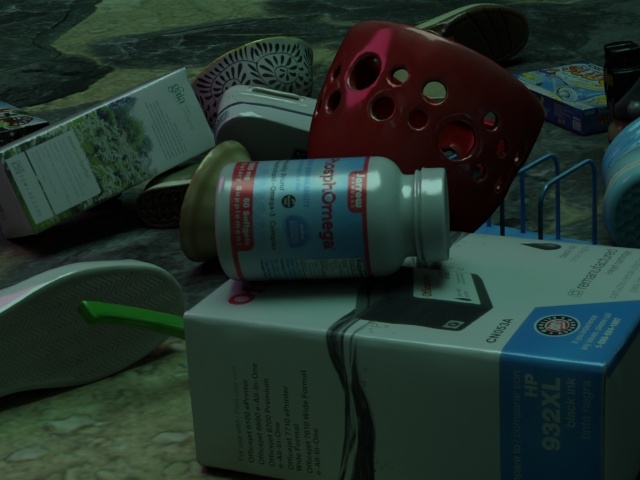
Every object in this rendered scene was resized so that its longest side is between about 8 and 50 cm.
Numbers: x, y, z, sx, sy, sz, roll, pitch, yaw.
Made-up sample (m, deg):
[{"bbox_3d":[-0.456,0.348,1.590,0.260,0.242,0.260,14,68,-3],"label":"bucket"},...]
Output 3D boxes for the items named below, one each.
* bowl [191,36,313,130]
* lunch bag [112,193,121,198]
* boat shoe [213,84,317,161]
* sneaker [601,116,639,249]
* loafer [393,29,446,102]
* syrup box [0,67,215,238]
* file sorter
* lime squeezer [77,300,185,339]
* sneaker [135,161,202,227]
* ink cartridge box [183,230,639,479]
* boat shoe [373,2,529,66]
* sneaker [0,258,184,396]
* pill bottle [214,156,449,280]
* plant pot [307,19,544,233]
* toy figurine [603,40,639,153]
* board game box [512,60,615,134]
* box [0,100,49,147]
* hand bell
[{"bbox_3d":[-0.072,-0.170,1.828,0.170,0.080,0.170,-22,-20,-9],"label":"bowl"},{"bbox_3d":[-0.271,-0.078,1.673,0.065,0.067,0.098,-16,25,-29],"label":"lunch bag"},{"bbox_3d":[0.020,-0.097,1.535,0.267,0.096,0.088,12,40,-10],"label":"boat shoe"},{"bbox_3d":[0.427,-0.075,1.464,0.319,0.127,0.208,-2,22,2],"label":"sneaker"},{"bbox_3d":[0.129,-0.209,1.921,0.102,0.092,0.268,-3,20,1],"label":"loafer"},{"bbox_3d":[-0.239,-0.094,1.583,0.237,0.093,0.096,-29,12,-28],"label":"syrup box"},{"bbox_3d":[0.166,-0.029,1.413,0.170,0.104,0.118,11,24,36],"label":"file sorter"},{"bbox_3d":[-0.062,0.052,1.262,0.110,0.059,0.310,39,39,22],"label":"lime squeezer"},{"bbox_3d":[-0.097,-0.059,1.592,0.192,0.064,0.086,-4,25,9],"label":"sneaker"},{"bbox_3d":[0.087,0.085,1.081,0.307,0.129,0.223,6,22,25],"label":"ink cartridge box"},{"bbox_3d":[0.175,-0.287,2.129,0.257,0.095,0.095,-14,17,-26],"label":"boat shoe"},{"bbox_3d":[-0.276,0.061,1.244,0.292,0.108,0.169,-16,27,-28],"label":"sneaker"},{"bbox_3d":[0.010,-0.016,1.054,0.160,0.087,0.087,-2,20,8],"label":"pill bottle"},{"bbox_3d":[0.073,-0.072,1.284,0.191,0.174,0.191,27,-8,4],"label":"plant pot"},{"bbox_3d":[0.443,-0.168,1.702,0.209,0.148,0.213,6,24,40],"label":"toy figurine"},{"bbox_3d":[0.338,-0.185,1.902,0.136,0.035,0.201,-12,22,-22],"label":"board game box"},{"bbox_3d":[-0.466,-0.139,1.903,0.159,0.044,0.233,-17,24,-32],"label":"box"},{"bbox_3d":[0.000,0.000,1.411,0.242,0.126,0.126,20,28,22],"label":"hand bell"}]
